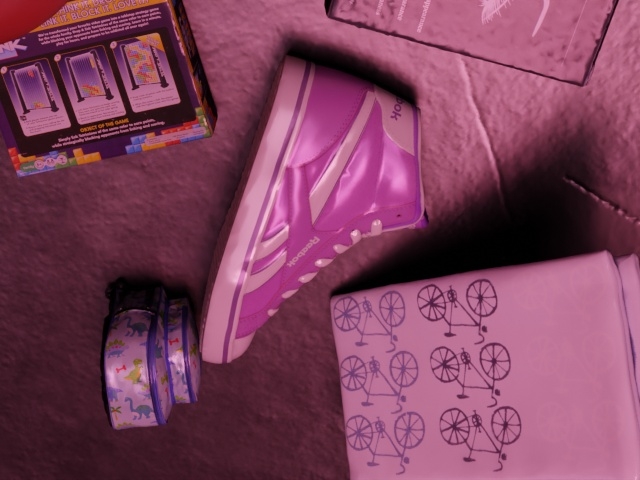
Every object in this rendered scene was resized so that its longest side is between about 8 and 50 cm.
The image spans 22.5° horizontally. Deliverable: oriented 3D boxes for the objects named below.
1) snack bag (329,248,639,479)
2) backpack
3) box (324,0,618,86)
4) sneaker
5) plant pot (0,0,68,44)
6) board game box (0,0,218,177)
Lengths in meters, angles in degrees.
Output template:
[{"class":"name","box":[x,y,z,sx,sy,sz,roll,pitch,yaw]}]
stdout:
[{"class":"snack bag","box":[0.140,0.193,1.282,0.323,0.037,0.343,-10,86,47]},{"class":"backpack","box":[-0.146,0.103,1.383,0.084,0.114,0.105,-3,118,5]},{"class":"box","box":[0.122,-0.223,1.192,0.207,0.108,0.153,15,118,-6]},{"class":"sneaker","box":[0.000,0.000,1.329,0.161,0.102,0.282,17,118,-10]},{"class":"plant pot","box":[-0.302,-0.242,1.105,0.275,0.243,0.275,2,109,6]},{"class":"board game box","box":[-0.183,-0.136,1.292,0.170,0.048,0.141,-11,116,9]}]
